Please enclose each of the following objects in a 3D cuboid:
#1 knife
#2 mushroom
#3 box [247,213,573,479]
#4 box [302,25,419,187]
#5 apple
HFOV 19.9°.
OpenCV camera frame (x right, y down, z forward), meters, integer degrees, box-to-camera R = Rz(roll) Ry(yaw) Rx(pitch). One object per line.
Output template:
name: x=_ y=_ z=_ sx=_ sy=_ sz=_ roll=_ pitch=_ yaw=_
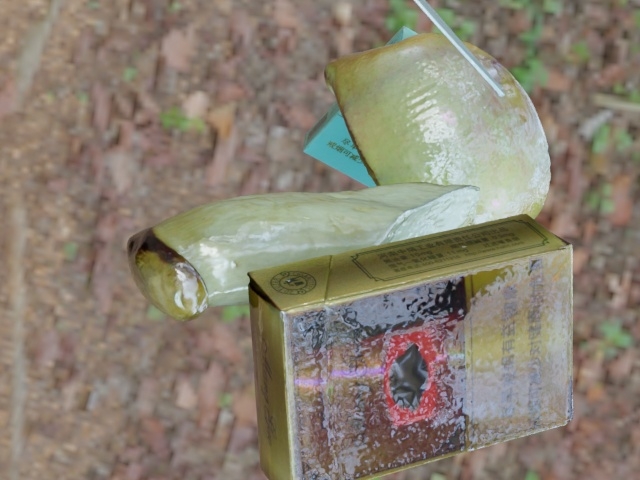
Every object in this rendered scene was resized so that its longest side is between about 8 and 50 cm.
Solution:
knife: x=0.050 y=-0.250 z=1.582 sx=0.044 sy=0.331 sz=0.080 roll=-42 pitch=179 yaw=8
mushroom: x=0.002 y=0.001 z=1.444 sx=0.333 sy=0.107 sz=0.087 roll=-7 pitch=112 yaw=-31
box: x=0.069 y=0.083 z=1.344 sx=0.240 sy=0.071 sz=0.159 roll=-11 pitch=114 yaw=-23
box: x=0.106 y=-0.152 z=2.287 sx=0.162 sy=0.229 sz=0.041 roll=27 pitch=44 yaw=-18
apple: x=0.137 y=-0.103 z=1.959 sx=0.265 sy=0.193 sz=0.120 roll=60 pitch=17 yaw=-13
